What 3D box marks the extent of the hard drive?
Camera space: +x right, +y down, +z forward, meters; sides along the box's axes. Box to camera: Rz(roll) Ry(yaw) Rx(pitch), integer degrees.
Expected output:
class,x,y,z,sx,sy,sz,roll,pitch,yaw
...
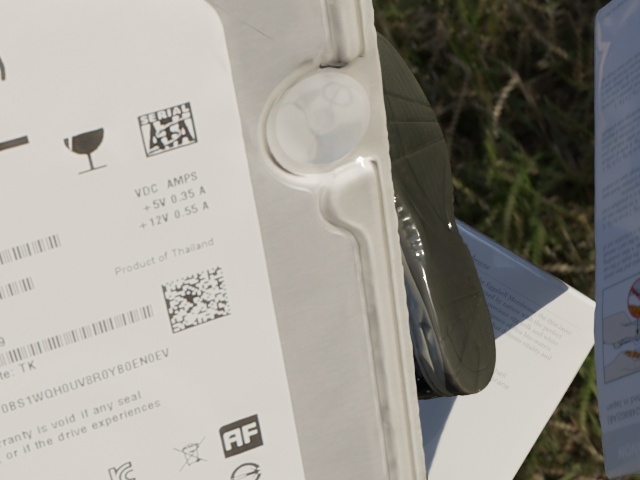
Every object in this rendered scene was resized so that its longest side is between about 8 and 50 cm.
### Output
class,x,y,z,sx,sy,sz,roll,pitch,yaw
hard drive,-0.091,0.015,0.395,0.236,0.339,0.064,-18,34,-15

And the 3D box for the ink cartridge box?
class,x,y,z,sx,sy,sz,roll,pitch,yaw
ink cartridge box,0.303,-0.048,0.876,0.308,0.091,0.385,142,135,-61

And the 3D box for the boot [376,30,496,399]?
class,x,y,z,sx,sy,sz,roll,pitch,yaw
boot,-0.001,0.001,0.834,0.178,0.085,0.237,-22,81,36

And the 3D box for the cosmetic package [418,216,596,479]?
class,x,y,z,sx,sy,sz,roll,pitch,yaw
cosmetic package,0.085,0.093,1.116,0.225,0.224,0.138,-59,1,5
